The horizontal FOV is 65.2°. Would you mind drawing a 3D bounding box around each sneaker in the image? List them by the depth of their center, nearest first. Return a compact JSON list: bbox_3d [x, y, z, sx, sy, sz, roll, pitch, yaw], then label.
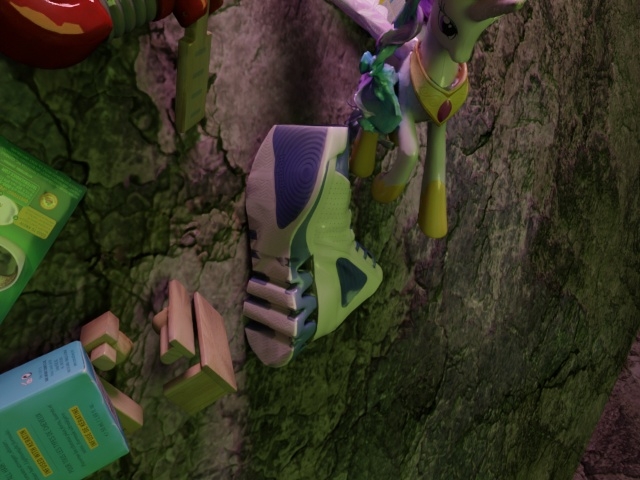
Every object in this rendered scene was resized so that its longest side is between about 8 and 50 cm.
[{"bbox_3d":[0.000,0.001,0.685,0.182,0.127,0.316,-7,110,-48],"label":"sneaker"}]

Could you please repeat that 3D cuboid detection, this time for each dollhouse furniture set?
[{"bbox_3d":[-0.203,0.123,0.557,0.151,0.123,0.144,-32,126,3],"label":"dollhouse furniture set"}]

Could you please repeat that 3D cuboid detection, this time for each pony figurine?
[{"bbox_3d":[0.118,-0.234,0.616,0.302,0.351,0.364,-4,142,-9],"label":"pony figurine"}]

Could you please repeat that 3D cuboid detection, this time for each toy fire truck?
[{"bbox_3d":[-0.182,-0.205,0.449,0.217,0.158,0.246,-46,117,-30],"label":"toy fire truck"}]

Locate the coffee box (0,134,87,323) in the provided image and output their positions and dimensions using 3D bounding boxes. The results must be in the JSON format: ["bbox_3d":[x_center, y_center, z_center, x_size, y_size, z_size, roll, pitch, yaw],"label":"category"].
[{"bbox_3d":[-0.300,0.002,0.423,0.113,0.040,0.184,38,70,-42],"label":"coffee box"}]

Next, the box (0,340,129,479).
[{"bbox_3d":[-0.297,0.187,0.405,0.244,0.060,0.101,-25,116,-23],"label":"box"}]

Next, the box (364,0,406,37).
[{"bbox_3d":[0.072,-0.403,0.724,0.105,0.043,0.179,-54,133,-22],"label":"box"}]
